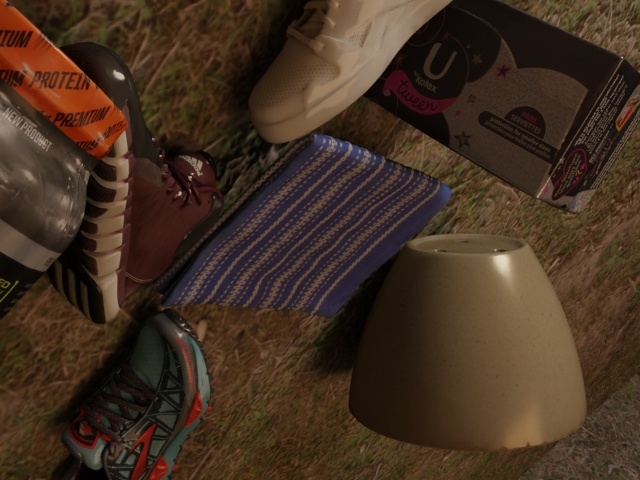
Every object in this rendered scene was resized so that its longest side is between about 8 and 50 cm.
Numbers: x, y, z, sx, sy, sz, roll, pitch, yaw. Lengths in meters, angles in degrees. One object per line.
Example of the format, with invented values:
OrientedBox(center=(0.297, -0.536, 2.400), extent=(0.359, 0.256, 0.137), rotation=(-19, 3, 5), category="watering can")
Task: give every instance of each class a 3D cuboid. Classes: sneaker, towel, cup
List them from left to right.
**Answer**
OrientedBox(center=(-0.199, 0.191, 0.915), extent=(0.125, 0.104, 0.261), rotation=(-9, 128, -47), category="sneaker")
OrientedBox(center=(-0.150, -0.065, 0.739), extent=(0.162, 0.106, 0.281), rotation=(-35, 156, -37), category="sneaker")
OrientedBox(center=(0.000, 0.000, 0.979), extent=(0.243, 0.040, 0.336), rotation=(-44, 155, 19), category="towel")
OrientedBox(center=(0.015, -0.237, 0.791), extent=(0.292, 0.108, 0.169), rotation=(-46, 135, -5), category="sneaker")
OrientedBox(center=(0.201, 0.119, 1.231), extent=(0.331, 0.331, 0.236), rotation=(-13, 104, -48), category="cup")

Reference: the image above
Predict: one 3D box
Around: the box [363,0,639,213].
OrientedBox(center=(0.197, -0.159, 0.951), extent=(0.142, 0.247, 0.163), rotation=(10, 113, -55), category="box")

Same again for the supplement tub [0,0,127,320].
OrientedBox(center=(-0.283, 0.002, 0.504), extent=(0.338, 0.207, 0.207), rotation=(-49, 149, -7), category="supplement tub")
